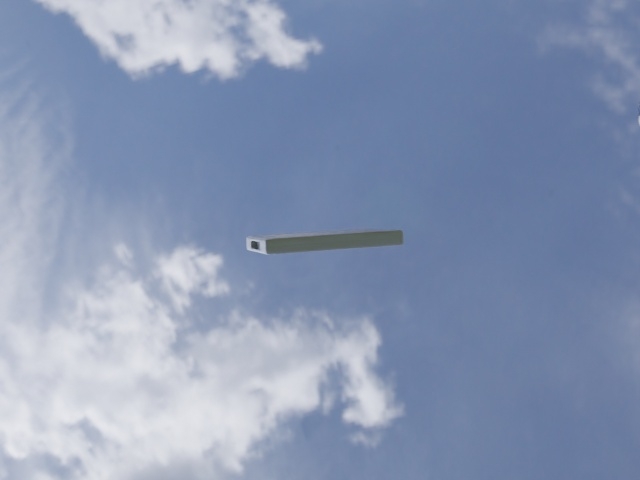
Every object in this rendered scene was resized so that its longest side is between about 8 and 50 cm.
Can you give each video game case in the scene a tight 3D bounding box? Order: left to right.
[{"bbox_3d":[0.000,0.000,0.873,0.087,0.122,0.011,-4,-88,-9],"label":"video game case"}]

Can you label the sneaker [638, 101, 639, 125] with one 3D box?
[{"bbox_3d":[0.227,-0.019,0.636,0.080,0.081,0.211,-22,-144,-16],"label":"sneaker"}]
